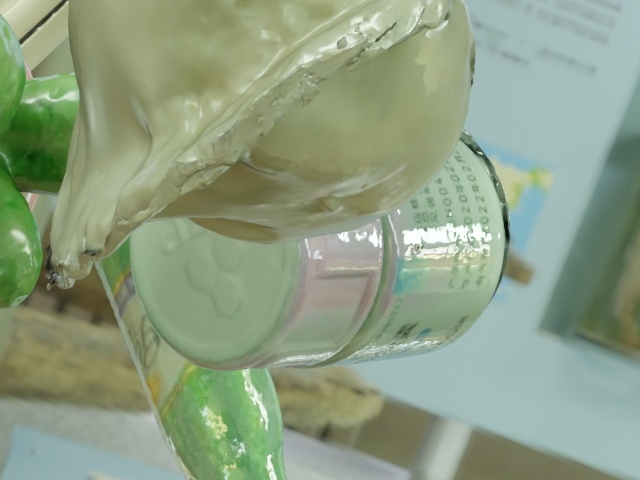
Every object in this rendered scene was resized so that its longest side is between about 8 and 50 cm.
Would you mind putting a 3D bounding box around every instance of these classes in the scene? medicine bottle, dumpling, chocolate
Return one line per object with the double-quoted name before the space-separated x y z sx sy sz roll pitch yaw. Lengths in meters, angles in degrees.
"medicine bottle" 0.000 0.000 0.983 0.135 0.135 0.168 27 18 37
"dumpling" -0.035 -0.055 0.615 0.142 0.172 0.247 41 6 -18
"chocolate" -0.083 0.103 1.383 0.110 0.110 0.291 12 48 -49

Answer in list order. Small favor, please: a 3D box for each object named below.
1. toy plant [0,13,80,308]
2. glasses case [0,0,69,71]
"toy plant" -0.267 -0.073 1.225 0.356 0.210 0.317 5 -11 41
"glasses case" -0.336 -0.203 1.811 0.144 0.076 0.336 6 35 21
